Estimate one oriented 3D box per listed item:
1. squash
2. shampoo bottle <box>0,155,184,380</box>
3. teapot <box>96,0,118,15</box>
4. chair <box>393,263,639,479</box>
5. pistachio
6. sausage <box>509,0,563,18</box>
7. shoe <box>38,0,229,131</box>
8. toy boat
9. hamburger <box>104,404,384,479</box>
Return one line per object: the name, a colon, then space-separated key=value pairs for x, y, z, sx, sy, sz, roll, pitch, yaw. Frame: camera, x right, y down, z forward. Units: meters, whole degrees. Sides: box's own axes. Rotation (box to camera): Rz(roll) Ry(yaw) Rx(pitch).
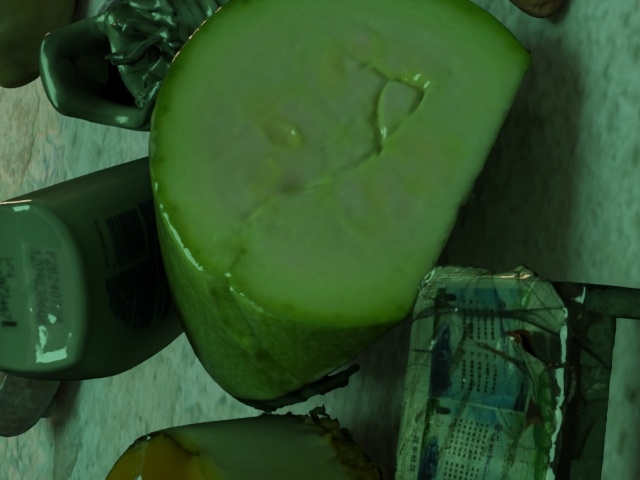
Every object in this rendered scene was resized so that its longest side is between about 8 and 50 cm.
squash: x=0.000 y=0.000 z=1.131 sx=0.309 sy=0.210 sz=0.233 roll=82 pitch=-150 yaw=-64
shampoo bottle: x=-0.130 y=0.014 z=1.228 sx=0.359 sy=0.078 sz=0.134 roll=-31 pitch=-65 yaw=-73
teapot: x=-0.101 y=-0.165 z=1.374 sx=0.116 sy=0.148 sz=0.146 roll=108 pitch=146 yaw=-70
chair: x=0.077 y=0.084 z=0.849 sx=0.136 sy=0.270 sz=0.147 roll=1 pitch=86 yaw=63
pistachio: x=-0.298 y=-0.245 z=1.782 sx=0.124 sy=0.124 sz=0.184 roll=19 pitch=85 yaw=61
sausage: x=0.119 y=-0.162 z=1.070 sx=0.083 sy=0.034 sz=0.034 roll=54 pitch=130 yaw=50
shoe: x=-0.070 y=-0.130 z=1.212 sx=0.293 sy=0.149 sz=0.109 roll=-11 pitch=89 yaw=40
toy boat: x=-0.279 y=0.082 z=1.727 sx=0.155 sy=0.085 sz=0.227 roll=-17 pitch=58 yaw=51
hamburger: x=-0.045 y=0.252 z=1.139 sx=0.276 sy=0.179 sz=0.294 roll=-34 pitch=51 yaw=51
